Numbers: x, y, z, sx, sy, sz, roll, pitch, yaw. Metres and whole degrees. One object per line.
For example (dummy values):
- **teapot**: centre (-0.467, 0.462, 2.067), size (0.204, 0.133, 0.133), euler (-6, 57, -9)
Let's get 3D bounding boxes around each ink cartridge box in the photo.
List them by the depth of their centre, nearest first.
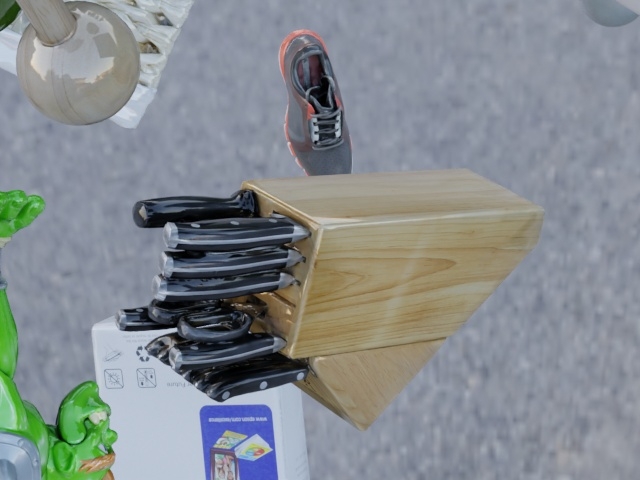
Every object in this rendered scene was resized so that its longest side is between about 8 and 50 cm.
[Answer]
- **ink cartridge box**: centre (-0.091, 0.225, 1.669), size (0.165, 0.065, 0.332), euler (-2, 97, 18)

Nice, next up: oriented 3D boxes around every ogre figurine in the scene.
- **ogre figurine**: centre (-0.138, 0.058, 0.782), size (0.097, 0.197, 0.118), euler (-7, 73, -33)

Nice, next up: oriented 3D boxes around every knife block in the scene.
- **knife block**: centre (0.000, 0.000, 1.320), size (0.275, 0.242, 0.088), euler (-46, 46, -13)

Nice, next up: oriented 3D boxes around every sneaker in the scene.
- **sneaker**: centre (-0.003, -0.117, 1.873), size (0.061, 0.158, 0.065), euler (-19, 20, -7)

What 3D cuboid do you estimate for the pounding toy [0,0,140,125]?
- **pounding toy**: centre (-0.136, -0.178, 0.864), size (0.110, 0.183, 0.237), euler (-31, 48, -11)

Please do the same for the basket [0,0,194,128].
- **basket**: centre (-0.132, -0.147, 1.058), size (0.113, 0.103, 0.167), euler (25, 15, -21)

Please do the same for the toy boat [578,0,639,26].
- **toy boat**: centre (0.389, -0.169, 1.860), size (0.318, 0.148, 0.267), euler (37, 64, -17)

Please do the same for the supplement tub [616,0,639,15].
- **supplement tub**: centre (0.278, -0.311, 1.284), size (0.228, 0.228, 0.316), euler (35, 85, 26)
